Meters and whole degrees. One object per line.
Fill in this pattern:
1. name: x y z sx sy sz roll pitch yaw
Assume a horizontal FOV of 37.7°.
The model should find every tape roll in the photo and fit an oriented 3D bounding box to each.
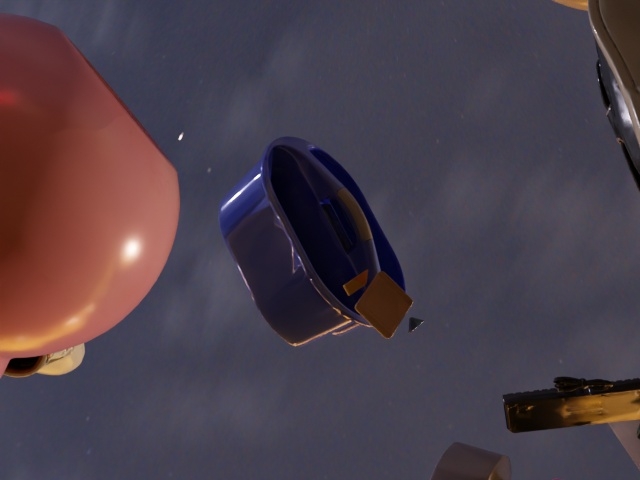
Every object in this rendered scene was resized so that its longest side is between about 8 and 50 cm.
1. tape roll: 0.188 0.384 1.246 0.072 0.219 0.219 11 -61 24

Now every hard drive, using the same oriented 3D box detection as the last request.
1. hard drive: 0.460 0.281 1.329 0.022 0.135 0.094 -18 -32 -18

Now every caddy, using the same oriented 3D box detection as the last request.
1. caddy: 0.000 0.000 1.462 0.179 0.241 0.341 -36 -106 31

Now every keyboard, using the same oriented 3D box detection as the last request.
1. keyboard: 0.303 0.182 1.083 0.180 0.023 0.108 -9 -39 9

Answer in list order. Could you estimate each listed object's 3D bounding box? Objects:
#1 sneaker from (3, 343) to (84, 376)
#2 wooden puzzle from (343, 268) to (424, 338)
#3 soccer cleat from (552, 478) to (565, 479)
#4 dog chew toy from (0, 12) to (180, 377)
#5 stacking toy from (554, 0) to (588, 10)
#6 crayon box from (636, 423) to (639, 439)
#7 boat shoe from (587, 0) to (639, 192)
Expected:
1. sneaker: -0.366 0.133 1.154 0.106 0.123 0.290 -26 -28 -2
2. wooden puzzle: 0.086 0.087 1.285 0.116 0.078 0.014 50 -33 -6
3. soccer cleat: 0.377 0.373 1.327 0.248 0.095 0.083 -15 -47 19
4. dog chew toy: -0.248 0.020 0.551 0.332 0.206 0.206 -39 -70 -3
5. stacking toy: 0.445 -0.520 1.189 0.351 0.480 0.350 27 -45 32
6. crayon box: 0.486 0.152 1.013 0.203 0.323 0.083 30 -55 16
7. boat shoe: 0.326 -0.152 0.890 0.127 0.340 0.113 -7 -40 5
